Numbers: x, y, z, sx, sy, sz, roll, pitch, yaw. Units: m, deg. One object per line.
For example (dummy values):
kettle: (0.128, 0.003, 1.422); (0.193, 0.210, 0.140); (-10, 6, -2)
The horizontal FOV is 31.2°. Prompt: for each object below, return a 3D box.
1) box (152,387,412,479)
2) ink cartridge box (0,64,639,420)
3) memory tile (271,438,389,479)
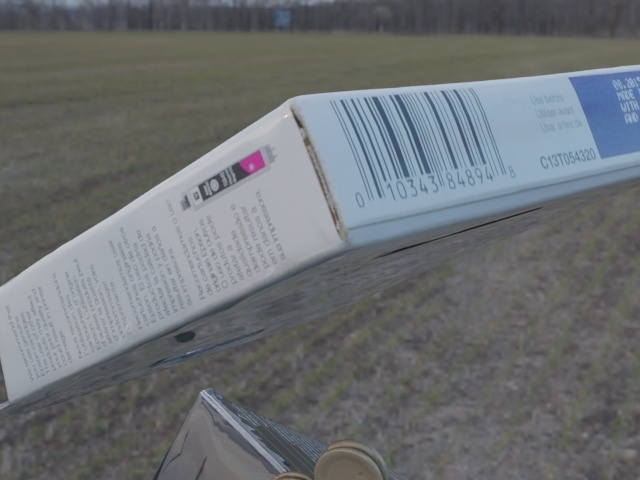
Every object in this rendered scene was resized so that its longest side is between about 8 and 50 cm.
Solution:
box: (-0.014, 0.340, 0.864); (0.312, 0.343, 0.179); (28, 0, -31)
ink cartridge box: (0.000, 0.000, 0.633); (0.330, 0.071, 0.324); (-24, -7, 42)
memory tile: (0.000, 0.175, 0.599); (0.148, 0.113, 0.012); (-38, 2, 29)
